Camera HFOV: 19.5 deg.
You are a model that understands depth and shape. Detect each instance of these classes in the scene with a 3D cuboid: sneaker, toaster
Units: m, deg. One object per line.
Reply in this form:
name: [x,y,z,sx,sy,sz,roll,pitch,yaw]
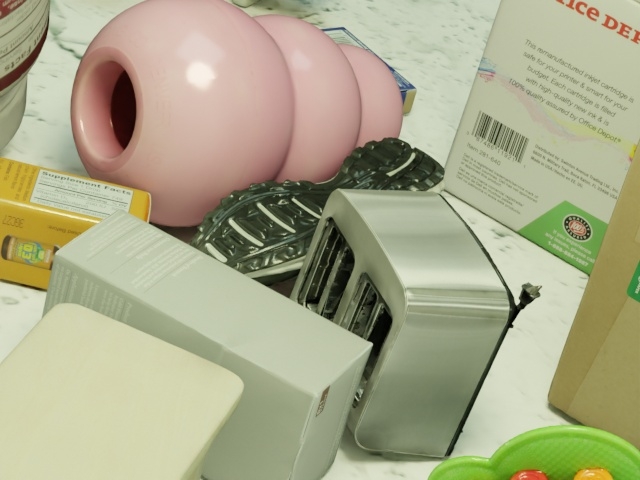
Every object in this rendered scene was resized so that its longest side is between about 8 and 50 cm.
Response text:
sneaker: [0.000,0.000,1.617,0.271,0.108,0.100,-20,47,-39]
toaster: [0.066,0.058,1.485,0.110,0.186,0.168,3,35,-29]

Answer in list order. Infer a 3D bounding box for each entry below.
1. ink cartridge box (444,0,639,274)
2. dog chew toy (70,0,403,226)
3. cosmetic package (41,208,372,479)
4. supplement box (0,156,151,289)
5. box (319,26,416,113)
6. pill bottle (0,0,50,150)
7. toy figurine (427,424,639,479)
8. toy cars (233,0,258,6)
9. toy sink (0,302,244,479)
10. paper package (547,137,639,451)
ink cartridge box: [0.258,-0.134,1.779,0.201,0.278,0.117,32,35,22]
dog chew toy: [-0.060,-0.117,1.695,0.332,0.206,0.206,-2,36,-42]
cosmetic package: [-0.093,0.091,1.414,0.238,0.127,0.107,28,33,14]
supplement box: [-0.262,-0.018,1.549,0.233,0.078,0.080,15,29,-4]
box: [-0.028,-0.166,1.922,0.225,0.036,0.136,-9,40,-37]
pill bottle: [-0.330,-0.243,1.528,0.224,0.392,0.224,5,53,-7]
toy figurine: [0.156,0.234,1.343,0.173,0.130,0.159,-2,40,11]
toy cars: [-0.169,-0.314,2.046,0.393,0.087,0.176,4,29,-14]
toy sink: [-0.172,0.175,1.245,0.153,0.131,0.234,23,37,9]
paper package: [0.353,-0.005,1.584,0.168,0.325,0.309,27,34,16]
